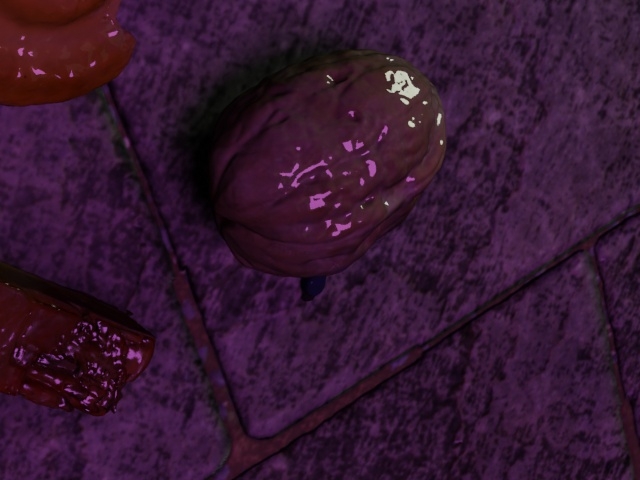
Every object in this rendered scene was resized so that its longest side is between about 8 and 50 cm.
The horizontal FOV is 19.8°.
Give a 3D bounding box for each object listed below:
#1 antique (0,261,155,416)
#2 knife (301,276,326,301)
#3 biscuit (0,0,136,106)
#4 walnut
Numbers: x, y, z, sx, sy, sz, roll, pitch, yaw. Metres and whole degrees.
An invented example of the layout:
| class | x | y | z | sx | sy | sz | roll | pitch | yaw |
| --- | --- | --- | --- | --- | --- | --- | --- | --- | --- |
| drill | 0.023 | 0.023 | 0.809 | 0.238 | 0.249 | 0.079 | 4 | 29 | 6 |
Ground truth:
| class | x | y | z | sx | sy | sz | roll | pitch | yaw |
| --- | --- | --- | --- | --- | --- | --- | --- | --- | --- |
| antique | -0.267 | 0.056 | 1.402 | 0.310 | 0.093 | 0.087 | 26 | 94 | -40 |
| knife | 0.000 | 0.000 | 1.615 | 0.031 | 0.018 | 0.121 | -7 | 114 | -41 |
| biscuit | -0.232 | -0.220 | 1.311 | 0.213 | 0.091 | 0.274 | -21 | 122 | -29 |
| walnut | 0.008 | -0.068 | 1.502 | 0.230 | 0.178 | 0.178 | -35 | 126 | -22 |
